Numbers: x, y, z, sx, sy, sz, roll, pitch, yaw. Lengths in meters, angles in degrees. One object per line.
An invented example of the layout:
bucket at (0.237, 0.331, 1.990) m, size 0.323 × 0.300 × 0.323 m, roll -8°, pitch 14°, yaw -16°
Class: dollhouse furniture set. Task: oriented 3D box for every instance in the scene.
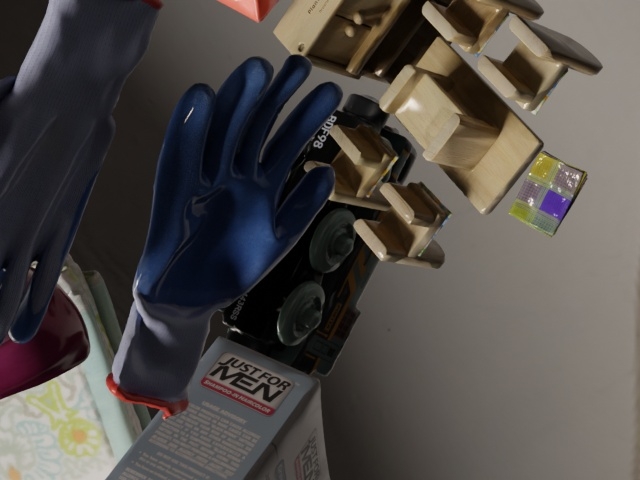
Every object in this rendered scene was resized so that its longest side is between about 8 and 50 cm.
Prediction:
dollhouse furniture set at (0.101, -0.124, 1.205) m, size 0.212 × 0.161 × 0.242 m, roll -53°, pitch 54°, yaw 22°

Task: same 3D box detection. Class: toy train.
toy train at (0.000, 0.000, 1.650) m, size 0.142 × 0.190 × 0.333 m, roll 23°, pitch 84°, yaw 29°

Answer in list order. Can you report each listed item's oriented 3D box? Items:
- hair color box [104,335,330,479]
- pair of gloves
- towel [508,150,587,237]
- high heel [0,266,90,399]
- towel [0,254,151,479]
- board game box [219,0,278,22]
hair color box at (-0.134, 0.285, 1.252) m, size 0.114 × 0.185 × 0.374 m, roll 22°, pitch 53°, yaw 23°
pair of gloves at (-0.073, -0.011, 0.538) m, size 0.023 × 0.198 × 0.159 m, roll 31°, pitch 98°, yaw 39°
towel at (0.250, -0.052, 1.598) m, size 0.060 × 0.009 × 0.083 m, roll 31°, pitch 104°, yaw 14°
high heel at (-0.357, 0.134, 1.081) m, size 0.377 × 0.181 × 0.127 m, roll -27°, pitch 51°, yaw 6°
towel at (-0.327, 0.216, 1.442) m, size 0.321 × 0.090 × 0.374 m, roll -14°, pitch 110°, yaw 4°
board game box at (-0.111, -0.355, 1.285) m, size 0.317 × 0.064 × 0.242 m, roll 30°, pitch 65°, yaw 19°
